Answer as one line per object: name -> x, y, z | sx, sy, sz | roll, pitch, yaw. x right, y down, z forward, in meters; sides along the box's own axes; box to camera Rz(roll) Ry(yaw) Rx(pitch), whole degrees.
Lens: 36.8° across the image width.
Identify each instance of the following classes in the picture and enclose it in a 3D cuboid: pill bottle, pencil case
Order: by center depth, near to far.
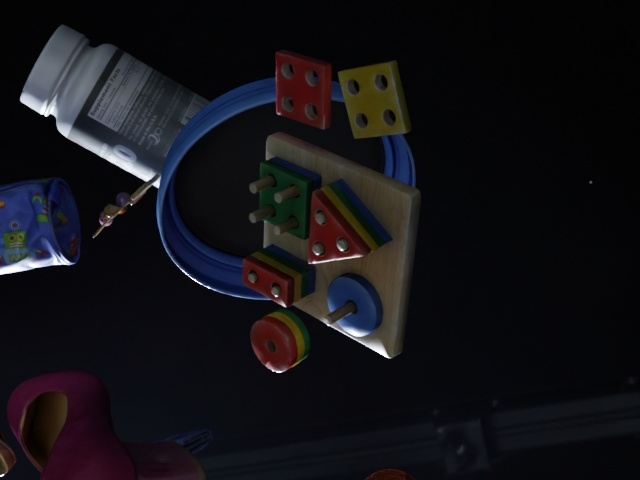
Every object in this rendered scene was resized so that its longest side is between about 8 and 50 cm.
pencil case -> -0.484, -0.013, 1.300 | 0.306, 0.119, 0.133 | -7, -44, -2
pill bottle -> -0.307, -0.202, 1.498 | 0.283, 0.161, 0.161 | 29, -78, -13

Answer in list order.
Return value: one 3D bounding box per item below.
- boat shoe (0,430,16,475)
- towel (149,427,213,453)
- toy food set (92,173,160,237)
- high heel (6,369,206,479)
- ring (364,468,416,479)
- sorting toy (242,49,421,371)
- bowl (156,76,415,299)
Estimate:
boat shoe -> -0.465, 0.269, 1.316 | 0.178, 0.060, 0.064 | 10, -59, 42
towel -> -0.217, 0.307, 1.434 | 0.119, 0.067, 0.029 | -22, -93, 42
toy food set -> -0.284, -0.053, 1.376 | 0.019, 0.122, 0.078 | 45, -53, -4
high heel -> -0.297, 0.216, 1.026 | 0.377, 0.181, 0.127 | 4, -89, 48
ring -> 0.128, 0.510, 1.431 | 0.032, 0.336, 0.337 | -17, -91, 32
sorting toy -> 0.000, 0.000, 0.677 | 0.132, 0.046, 0.275 | 26, -54, 34
bowl -> -0.052, -0.074, 1.443 | 0.391, 0.391, 0.077 | -35, -137, 15
